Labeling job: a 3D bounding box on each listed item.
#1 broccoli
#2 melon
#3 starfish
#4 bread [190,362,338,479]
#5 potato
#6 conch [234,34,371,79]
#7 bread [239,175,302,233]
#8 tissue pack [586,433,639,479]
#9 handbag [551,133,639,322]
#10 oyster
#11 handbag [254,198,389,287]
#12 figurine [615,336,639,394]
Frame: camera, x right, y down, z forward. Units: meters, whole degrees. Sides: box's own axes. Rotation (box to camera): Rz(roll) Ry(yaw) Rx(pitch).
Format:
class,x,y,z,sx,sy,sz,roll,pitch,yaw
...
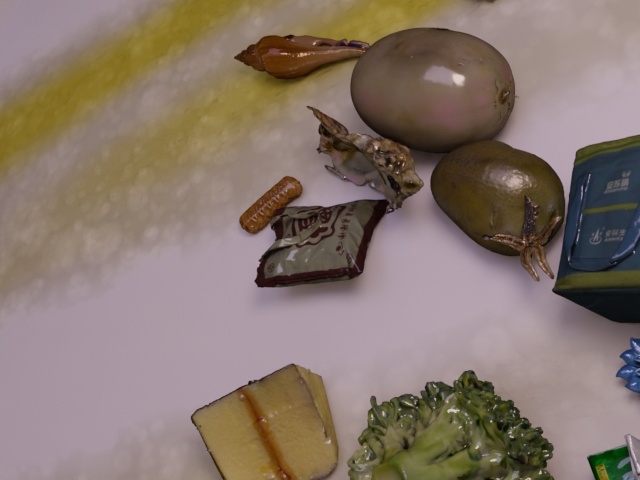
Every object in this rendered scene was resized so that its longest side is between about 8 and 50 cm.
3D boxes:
class,x,y,z,sx,sy,sz,roll,pitch,yaw
broccoli,0.180,0.372,1.195,0.324,0.271,0.335,138,130,-59
melon,0.204,-0.273,1.456,0.316,0.223,0.223,13,76,36
starfish,0.318,-0.001,1.252,0.130,0.041,0.133,4,79,45
bread,-0.092,0.351,1.407,0.240,0.135,0.178,-27,57,15
potato,0.291,-0.079,1.356,0.251,0.159,0.174,31,96,41
conch,-0.033,-0.396,1.738,0.330,0.109,0.093,7,111,12
bread,-0.104,-0.074,1.659,0.157,0.044,0.052,-40,61,11
tissue pack,0.462,0.368,1.061,0.147,0.156,0.209,-23,58,18
handbag,0.484,-0.014,1.159,0.263,0.222,0.241,-14,60,57
oyster,0.096,-0.156,1.473,0.107,0.201,0.354,-38,38,-7
handbag,0.000,0.000,1.509,0.234,0.127,0.213,-5,43,24
figurine,0.486,0.187,1.171,0.114,0.079,0.114,-8,72,26
